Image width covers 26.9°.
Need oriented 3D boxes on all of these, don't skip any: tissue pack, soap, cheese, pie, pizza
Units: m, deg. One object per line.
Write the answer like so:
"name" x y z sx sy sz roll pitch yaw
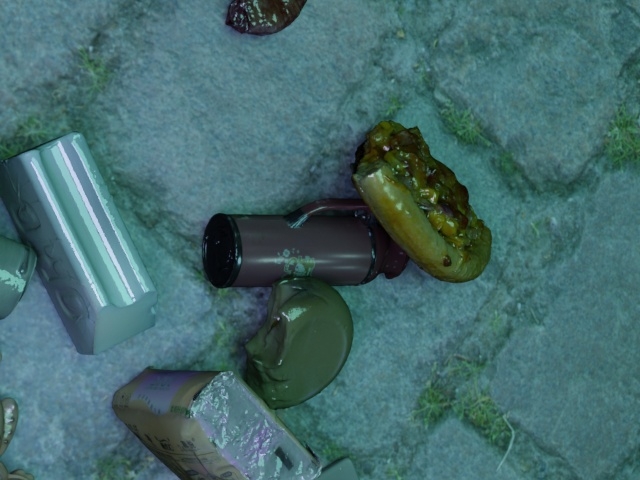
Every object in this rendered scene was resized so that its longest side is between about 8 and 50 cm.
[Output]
"tissue pack" -0.149 0.270 1.814 0.215 0.257 0.123 50 61 -19
"soap" -0.324 0.007 1.784 0.095 0.173 0.289 -29 101 -28
"cheese" -0.032 0.138 1.950 0.175 0.091 0.202 -22 133 -30
"pie" -0.109 -0.416 2.018 0.204 0.054 0.218 -39 103 -27
"pizza" 0.155 -0.059 2.043 0.409 0.114 0.277 36 28 -53

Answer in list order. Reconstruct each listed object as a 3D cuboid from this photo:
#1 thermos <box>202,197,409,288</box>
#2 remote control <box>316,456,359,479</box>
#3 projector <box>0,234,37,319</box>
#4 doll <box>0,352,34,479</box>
"thermos" -0.004 0.002 2.006 0.330 0.109 0.136 0 95 -31
"remote control" -0.047 0.408 1.998 0.261 0.029 0.067 -26 99 -32
"projector" -0.535 -0.007 1.698 0.337 0.108 0.108 26 73 -26
"doll" -0.448 0.280 1.722 0.154 0.119 0.278 -13 88 -34
